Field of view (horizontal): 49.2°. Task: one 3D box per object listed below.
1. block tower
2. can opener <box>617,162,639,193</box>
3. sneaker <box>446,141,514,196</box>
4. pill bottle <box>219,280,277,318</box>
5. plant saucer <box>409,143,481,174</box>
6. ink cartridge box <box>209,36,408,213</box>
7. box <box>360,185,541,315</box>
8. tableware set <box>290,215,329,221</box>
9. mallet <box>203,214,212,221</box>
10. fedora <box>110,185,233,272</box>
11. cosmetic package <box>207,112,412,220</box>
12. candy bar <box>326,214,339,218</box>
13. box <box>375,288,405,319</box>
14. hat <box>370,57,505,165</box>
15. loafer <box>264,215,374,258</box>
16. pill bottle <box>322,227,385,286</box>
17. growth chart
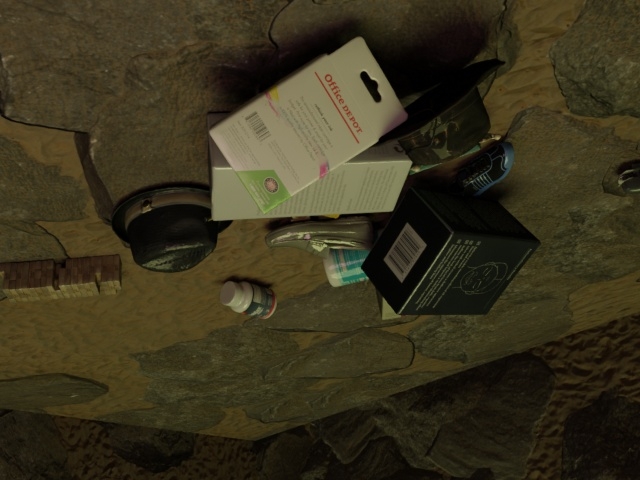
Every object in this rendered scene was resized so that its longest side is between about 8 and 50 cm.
[{"bbox_3d":[-0.759,0.114,2.056,0.336,0.097,0.091,-3,151,-9],"label":"block tower"},{"bbox_3d":[1.004,-0.189,2.016,0.284,0.095,0.076,-10,153,2],"label":"can opener"},{"bbox_3d":[0.425,-0.183,1.871,0.091,0.081,0.232,-4,153,-23],"label":"sneaker"},{"bbox_3d":[-0.244,0.196,2.349,0.108,0.107,0.180,-30,145,34],"label":"pill bottle"},{"bbox_3d":[0.320,-0.217,1.809,0.192,0.067,0.018,-18,106,17],"label":"plant saucer"},{"bbox_3d":[-0.025,-0.240,1.429,0.354,0.119,0.207,-32,105,3],"label":"ink cartridge box"},{"bbox_3d":[0.370,0.040,1.987,0.396,0.212,0.293,6,125,-39],"label":"box"},{"bbox_3d":[-0.008,-0.097,1.967,0.141,0.020,0.168,-2,152,-12],"label":"tableware set"},{"bbox_3d":[-0.230,-0.077,1.844,0.190,0.039,0.062,-25,164,-32],"label":"mallet"},{"bbox_3d":[-0.391,-0.009,1.876,0.334,0.152,0.334,-7,152,-4],"label":"fedora"},{"bbox_3d":[-0.035,-0.178,1.655,0.454,0.161,0.230,-4,151,-11],"label":"cosmetic package"},{"bbox_3d":[-0.007,-0.088,1.942,0.162,0.018,0.040,13,141,-33],"label":"candy bar"},{"bbox_3d":[0.257,0.153,2.375,0.127,0.148,0.232,-9,152,-1],"label":"box"},{"bbox_3d":[0.262,-0.241,1.465,0.331,0.331,0.134,-28,103,31],"label":"hat"},{"bbox_3d":[0.000,0.000,2.035,0.320,0.111,0.112,-7,171,-3],"label":"loafer"},{"bbox_3d":[0.145,0.046,2.144,0.264,0.146,0.146,-14,152,9],"label":"pill bottle"},{"bbox_3d":[0.317,-0.222,1.734,0.237,0.021,0.172,-22,-171,7],"label":"growth chart"}]
